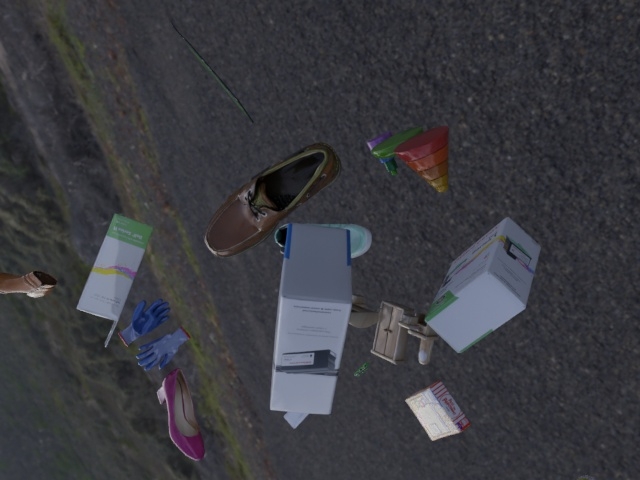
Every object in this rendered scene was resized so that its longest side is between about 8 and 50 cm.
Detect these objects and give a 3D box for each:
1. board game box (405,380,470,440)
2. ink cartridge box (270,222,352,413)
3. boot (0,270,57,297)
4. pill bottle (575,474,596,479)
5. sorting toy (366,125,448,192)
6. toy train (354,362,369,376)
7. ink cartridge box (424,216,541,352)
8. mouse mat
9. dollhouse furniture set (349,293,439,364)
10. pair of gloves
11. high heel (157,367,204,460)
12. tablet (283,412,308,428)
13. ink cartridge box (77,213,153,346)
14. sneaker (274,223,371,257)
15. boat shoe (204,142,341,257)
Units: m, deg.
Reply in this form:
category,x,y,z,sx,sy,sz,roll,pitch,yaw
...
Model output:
category,x,y,z,sx,sy,sz,roll,pitch,yaw
board game box,0.338,0.500,1.908,0.147,0.045,0.193,56,154,11
ink cartridge box,-0.028,0.199,1.639,0.285,0.166,0.395,-88,5,-52
boot,-0.982,0.130,2.160,0.152,0.197,0.073,-24,58,43
pill bottle,0.506,0.476,1.250,0.043,0.083,0.043,-3,84,35
sorting toy,0.203,-0.176,1.469,0.126,0.127,0.365,63,172,-14
toy train,0.141,0.444,2.248,0.017,0.024,0.083,34,138,-4
ink cartridge box,0.375,0.095,1.488,0.117,0.278,0.201,43,126,-1
mouse mat,-0.191,-0.296,1.167,0.190,0.007,0.152,49,180,8
dollhouse furniture set,0.113,0.272,1.907,0.303,0.355,0.174,15,98,51
pair of gloves,-0.456,0.255,1.787,0.023,0.159,0.198,19,143,55
high heel,-0.364,0.472,1.784,0.117,0.082,0.244,-51,56,32
tablet,-0.062,0.494,1.882,0.054,0.083,0.006,39,170,37
ink cartridge box,-0.603,0.116,1.872,0.119,0.353,0.207,21,167,-16
sneaker,0.000,0.000,1.730,0.256,0.151,0.094,0,88,36
boat shoe,-0.102,-0.079,1.204,0.111,0.307,0.104,51,-172,5
